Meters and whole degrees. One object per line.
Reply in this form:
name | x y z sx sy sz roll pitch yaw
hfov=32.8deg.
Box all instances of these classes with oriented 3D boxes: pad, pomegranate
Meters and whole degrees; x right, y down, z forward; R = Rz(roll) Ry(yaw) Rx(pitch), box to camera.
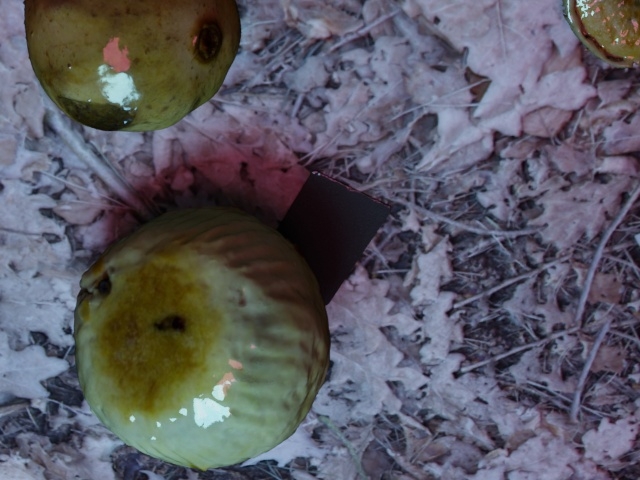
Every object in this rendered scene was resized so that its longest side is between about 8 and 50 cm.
pad | 0.000 0.000 1.694 0.142 0.003 0.211 25 119 -16
pomegranate | -0.239 -0.269 1.363 0.281 0.281 0.281 0 123 0

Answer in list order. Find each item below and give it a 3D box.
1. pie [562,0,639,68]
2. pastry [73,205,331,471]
pie | 0.450 -0.353 1.441 0.274 0.055 0.274 0 122 0
pastry | -0.161 0.137 1.586 0.388 0.389 0.312 -37 155 21
